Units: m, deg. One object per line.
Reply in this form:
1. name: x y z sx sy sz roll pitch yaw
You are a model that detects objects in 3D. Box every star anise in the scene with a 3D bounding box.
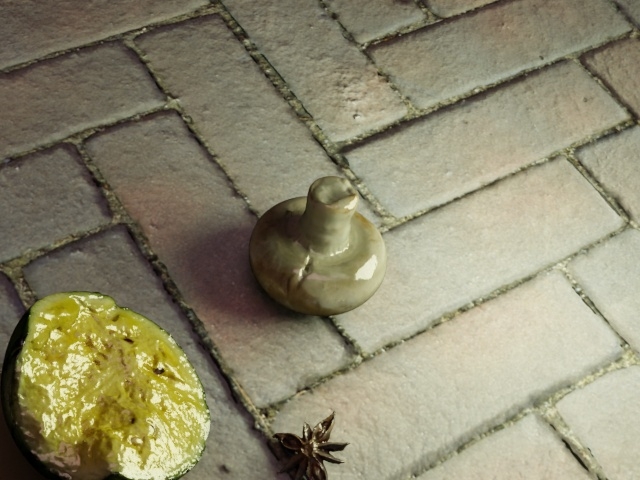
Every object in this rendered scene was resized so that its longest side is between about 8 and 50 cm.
1. star anise: -0.010 0.342 1.667 0.124 0.056 0.129 -22 61 4

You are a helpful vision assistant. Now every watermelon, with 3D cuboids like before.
1. watermelon: -0.340 0.243 1.579 0.331 0.189 0.331 42 26 -26

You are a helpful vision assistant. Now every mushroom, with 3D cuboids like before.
1. mushroom: 0.000 0.000 1.826 0.243 0.244 0.244 6 52 -7

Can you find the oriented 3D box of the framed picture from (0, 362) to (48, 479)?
1. framed picture: -0.482 0.305 1.623 0.217 0.017 0.274 0 53 -11
